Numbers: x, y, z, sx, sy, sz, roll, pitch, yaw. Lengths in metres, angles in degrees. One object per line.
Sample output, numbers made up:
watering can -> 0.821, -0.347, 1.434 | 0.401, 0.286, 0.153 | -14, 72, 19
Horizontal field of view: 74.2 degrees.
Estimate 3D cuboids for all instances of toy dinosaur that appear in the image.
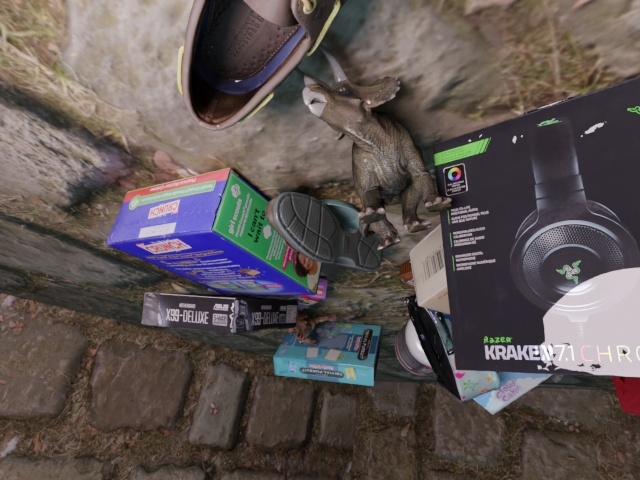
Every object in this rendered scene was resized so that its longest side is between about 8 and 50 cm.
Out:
toy dinosaur -> -0.092, 0.255, 1.386 | 0.200, 0.127, 0.295 | 33, 160, -31
toy dinosaur -> 0.078, -0.086, 0.516 | 0.120, 0.161, 0.313 | -14, 162, 12

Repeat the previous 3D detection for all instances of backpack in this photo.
backpack -> 0.320, 0.228, 0.976 | 0.190, 0.254, 0.225 | -17, 170, 2

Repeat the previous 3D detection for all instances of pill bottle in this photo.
pill bottle -> 0.328, 0.293, 1.249 | 0.176, 0.177, 0.319 | 6, 157, 4

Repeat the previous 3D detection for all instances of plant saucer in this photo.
plant saucer -> 0.022, -0.045, 0.759 | 0.119, 0.021, 0.119 | 6, 157, 3

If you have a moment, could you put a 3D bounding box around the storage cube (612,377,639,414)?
storage cube -> 0.851, 0.305, 1.032 | 0.214, 0.184, 0.193 | 5, 136, 9

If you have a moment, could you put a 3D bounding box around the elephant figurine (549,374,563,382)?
elephant figurine -> 0.633, 0.292, 1.215 | 0.186, 0.169, 0.239 | -42, 131, 7

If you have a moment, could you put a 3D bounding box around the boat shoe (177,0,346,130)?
boat shoe -> -0.033, -0.198, 0.323 | 0.116, 0.097, 0.324 | 20, 154, -27

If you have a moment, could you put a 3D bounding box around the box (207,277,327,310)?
box -> -0.151, 0.124, 1.162 | 0.293, 0.057, 0.201 | 15, 158, -15

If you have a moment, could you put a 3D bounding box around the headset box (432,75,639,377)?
headset box -> 0.270, -0.009, 0.451 | 0.246, 0.283, 0.131 | -11, 166, 39

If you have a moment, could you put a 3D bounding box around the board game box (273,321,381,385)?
board game box -> 0.035, 0.384, 1.489 | 0.335, 0.079, 0.254 | 3, -159, 14

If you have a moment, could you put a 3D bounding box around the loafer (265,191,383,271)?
loafer -> 0.000, 0.000, 0.730 | 0.084, 0.096, 0.267 | -7, 155, 44

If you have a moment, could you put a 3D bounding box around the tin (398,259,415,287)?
tin -> 0.252, 0.064, 0.922 | 0.106, 0.040, 0.189 | 23, 152, -23

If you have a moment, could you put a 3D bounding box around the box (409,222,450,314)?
box -> 0.334, 0.071, 0.764 | 0.310, 0.121, 0.148 | 16, 139, -19

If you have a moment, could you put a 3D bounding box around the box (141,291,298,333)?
box -> -0.226, 0.172, 1.027 | 0.242, 0.077, 0.307 | 1, 172, 23

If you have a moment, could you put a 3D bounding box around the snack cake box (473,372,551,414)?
snack cake box -> 0.485, 0.287, 1.047 | 0.089, 0.152, 0.264 | 40, 112, -6

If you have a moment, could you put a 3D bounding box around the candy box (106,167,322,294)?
candy box -> -0.186, 0.008, 0.824 | 0.268, 0.122, 0.317 | -4, 155, 31
